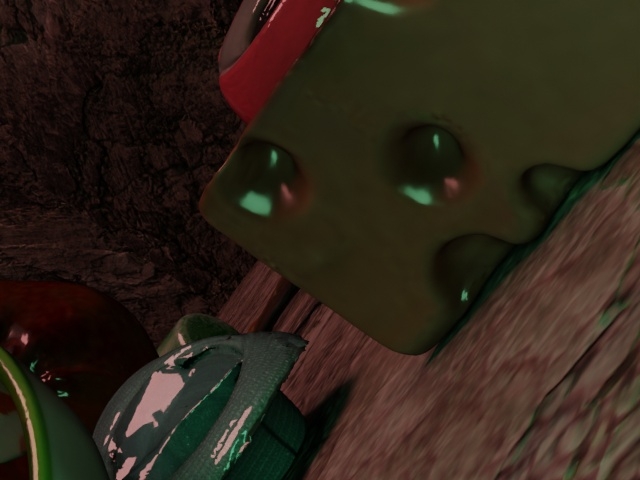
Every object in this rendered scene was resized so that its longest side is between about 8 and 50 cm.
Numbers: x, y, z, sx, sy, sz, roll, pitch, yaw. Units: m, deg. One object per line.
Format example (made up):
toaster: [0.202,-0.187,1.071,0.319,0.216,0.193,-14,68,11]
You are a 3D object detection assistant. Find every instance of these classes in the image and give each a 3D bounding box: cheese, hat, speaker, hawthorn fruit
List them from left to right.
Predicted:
hawthorn fruit: [-0.260,0.178,1.166,0.308,0.308,0.325,-56,9,-27]
hat: [-0.055,0.113,0.804,0.138,0.078,0.191,-58,23,-16]
speaker: [0.018,-0.233,1.582,0.294,0.294,0.294,-54,3,4]
cheese: [0.063,-0.081,0.563,0.203,0.128,0.177,-55,2,-21]

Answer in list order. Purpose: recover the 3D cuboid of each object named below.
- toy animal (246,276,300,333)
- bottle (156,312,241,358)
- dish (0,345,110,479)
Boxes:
toy animal: [0.000,0.000,1.226,0.230,0.066,0.224,-60,4,-4]
bottle: [-0.180,0.214,1.385,0.330,0.093,0.093,-53,3,24]
dish: [-0.193,0.217,0.756,0.324,0.124,0.324,-28,48,36]
